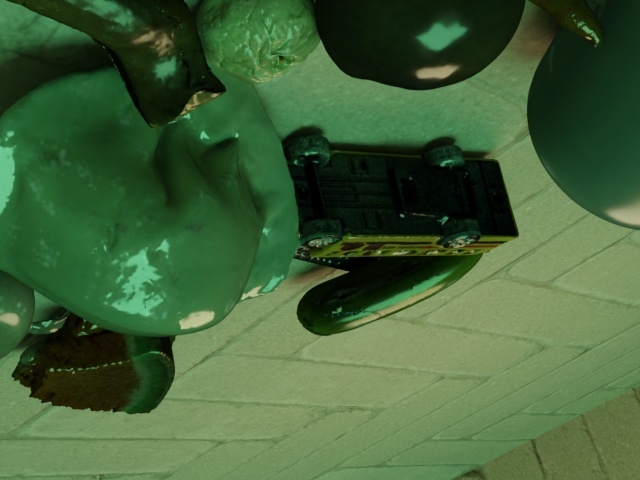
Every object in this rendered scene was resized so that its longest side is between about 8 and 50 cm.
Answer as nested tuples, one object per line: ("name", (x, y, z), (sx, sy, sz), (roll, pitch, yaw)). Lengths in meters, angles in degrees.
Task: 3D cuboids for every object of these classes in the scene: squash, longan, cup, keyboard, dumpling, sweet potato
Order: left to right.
("sweet potato", (-0.174, -0.178, 0.824), (0.286, 0.085, 0.112), (29, 84, -52))
("dumpling", (-0.182, -0.039, 1.019), (0.212, 0.270, 0.321), (-5, -175, 23))
("keyboard", (0.000, 0.000, 1.408), (0.101, 0.018, 0.310), (-34, 151, 28))
("squash", (0.119, 0.048, 1.474), (0.332, 0.087, 0.087), (-26, 154, 7))
("longan", (0.082, -0.205, 0.899), (0.167, 0.167, 0.187), (4, 171, -39))
("sweet potato", (0.187, -0.237, 0.956), (0.179, 0.044, 0.044), (39, 132, -8))
("cup", (0.390, -0.190, 1.085), (0.357, 0.259, 0.274), (-41, 171, -35))

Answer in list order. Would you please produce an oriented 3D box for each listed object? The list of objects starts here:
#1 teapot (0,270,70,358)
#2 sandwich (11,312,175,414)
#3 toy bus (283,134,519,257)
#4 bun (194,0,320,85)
("teapot", (-0.406, 0.063, 1.132), (0.294, 0.129, 0.193), (-2, 150, -36))
("sandwich", (-0.283, 0.153, 1.413), (0.212, 0.109, 0.292), (0, 149, -37))
("toy bus", (0.082, -0.042, 1.270), (0.336, 0.121, 0.123), (0, 162, -35))
("bun", (-0.054, -0.183, 0.944), (0.115, 0.069, 0.115), (-14, 153, -7))
